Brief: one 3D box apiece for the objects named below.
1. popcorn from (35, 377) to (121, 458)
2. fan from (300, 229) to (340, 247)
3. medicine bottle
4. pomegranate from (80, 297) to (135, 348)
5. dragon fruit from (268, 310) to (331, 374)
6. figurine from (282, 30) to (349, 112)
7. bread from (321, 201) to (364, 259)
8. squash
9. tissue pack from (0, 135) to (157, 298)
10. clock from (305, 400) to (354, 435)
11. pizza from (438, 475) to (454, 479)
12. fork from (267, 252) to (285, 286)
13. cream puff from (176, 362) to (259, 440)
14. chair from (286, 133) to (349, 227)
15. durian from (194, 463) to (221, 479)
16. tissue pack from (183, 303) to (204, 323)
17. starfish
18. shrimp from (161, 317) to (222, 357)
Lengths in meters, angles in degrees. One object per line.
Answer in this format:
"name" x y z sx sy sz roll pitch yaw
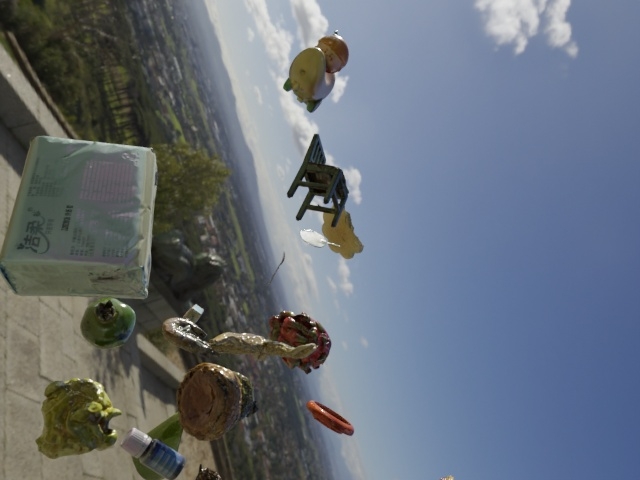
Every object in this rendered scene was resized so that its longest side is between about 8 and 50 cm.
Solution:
"popcorn" -0.814 0.590 1.711 0.234 0.241 0.250 -26 -114 43
"fan" 0.000 0.000 2.021 0.113 0.175 0.005 -98 -152 -56
"medicine bottle" -0.530 0.675 1.603 0.203 0.083 0.083 39 5 -16
"pomegranate" -0.748 0.280 1.782 0.225 0.186 0.187 117 -41 -54
"dragon fruit" -0.094 0.432 2.221 0.303 0.231 0.237 47 1 8
"figurine" -0.002 -0.515 1.522 0.124 0.222 0.324 44 2 -1
"bread" 0.083 -0.033 2.242 0.181 0.039 0.251 -29 -97 39
"squash" -0.552 0.784 1.888 0.203 0.288 0.111 51 12 -25
"tissue pack" -0.617 -0.058 1.350 0.205 0.331 0.405 114 -26 -53
"clock" 0.034 0.666 1.892 0.205 0.051 0.205 30 -9 5
"pizza" 0.322 0.653 1.354 0.025 0.078 0.083 58 1 15
"fork" -0.124 0.082 1.449 0.115 0.012 0.016 -65 -167 -18
"cream puff" -0.236 0.395 1.248 0.169 0.183 0.184 23 40 -52
"chair" 0.016 -0.192 1.590 0.136 0.147 0.271 71 35 -52
"durian" -0.457 1.002 2.066 0.091 0.148 0.189 -24 -98 41
"tissue pack" -0.548 0.321 2.187 0.058 0.074 0.094 39 -2 -5
"starfish" -0.240 0.353 1.708 0.432 0.323 0.083 -24 -129 59
"shrimp" -0.432 0.330 1.727 0.048 0.223 0.126 -55 -169 30
